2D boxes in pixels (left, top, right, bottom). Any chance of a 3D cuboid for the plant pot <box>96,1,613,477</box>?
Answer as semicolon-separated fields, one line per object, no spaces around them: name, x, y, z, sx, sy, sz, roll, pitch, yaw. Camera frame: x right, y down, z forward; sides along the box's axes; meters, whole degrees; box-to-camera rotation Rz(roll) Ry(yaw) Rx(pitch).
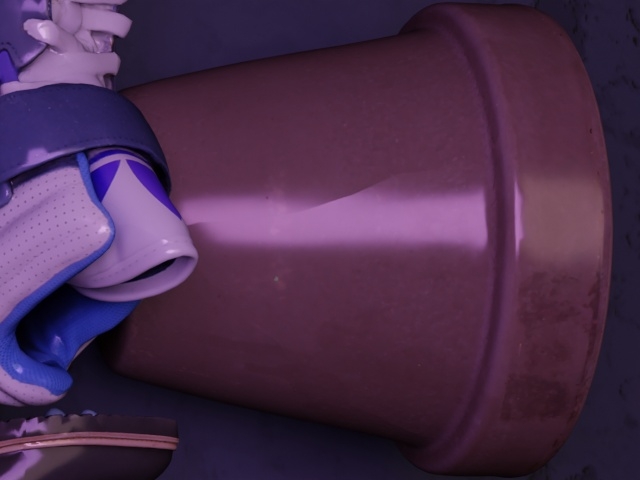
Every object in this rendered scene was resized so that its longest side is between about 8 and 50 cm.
plant pot;0.000;0.000;0.941;0.229;0.263;0.263;0;80;-16

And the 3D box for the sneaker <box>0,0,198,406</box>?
sneaker;-0.111;-0.083;0.810;0.323;0.236;0.130;-60;150;7

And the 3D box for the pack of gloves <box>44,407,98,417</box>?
pack of gloves;-0.108;0.212;0.881;0.232;0.046;0.195;58;45;-26

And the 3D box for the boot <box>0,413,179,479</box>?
boot;-0.155;0.152;0.794;0.198;0.077;0.137;-7;82;-19
